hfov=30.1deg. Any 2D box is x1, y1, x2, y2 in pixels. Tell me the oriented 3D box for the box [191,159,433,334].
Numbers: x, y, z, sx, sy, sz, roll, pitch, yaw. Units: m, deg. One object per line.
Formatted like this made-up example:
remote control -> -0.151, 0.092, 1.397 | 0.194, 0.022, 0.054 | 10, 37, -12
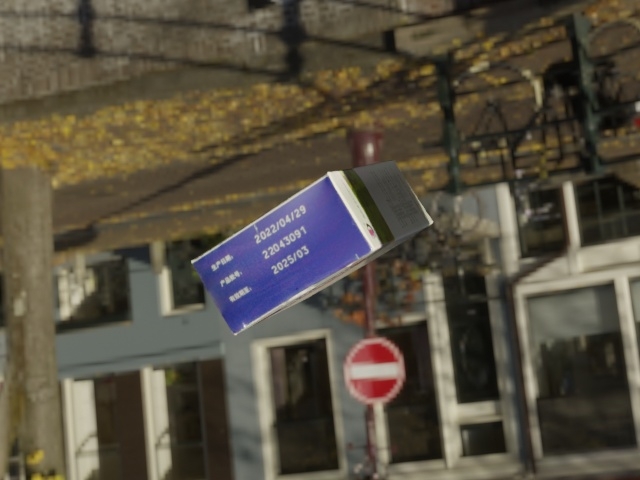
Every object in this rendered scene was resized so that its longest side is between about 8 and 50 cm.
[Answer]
box -> 0.000, 0.000, 1.453 | 0.200, 0.106, 0.299 | -32, 177, 19
